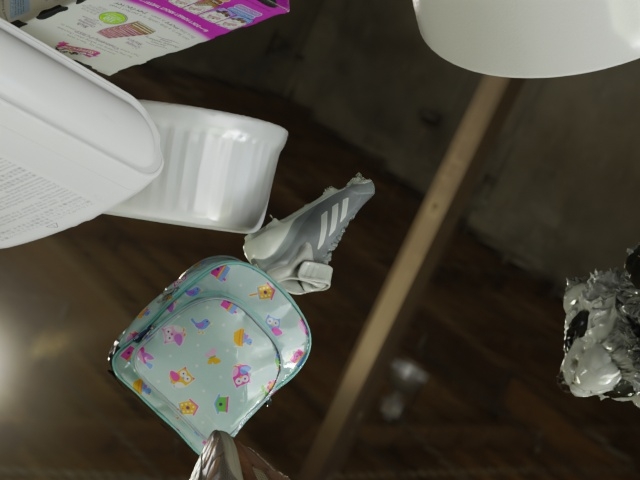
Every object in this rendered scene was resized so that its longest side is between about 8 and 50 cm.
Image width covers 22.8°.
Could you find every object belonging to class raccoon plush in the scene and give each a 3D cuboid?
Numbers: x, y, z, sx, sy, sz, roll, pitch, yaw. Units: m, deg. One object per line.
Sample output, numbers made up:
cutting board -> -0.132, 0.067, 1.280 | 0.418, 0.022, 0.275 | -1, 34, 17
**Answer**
raccoon plush -> 0.481, 0.080, 1.791 | 0.447, 0.216, 0.299 | -10, 178, -8

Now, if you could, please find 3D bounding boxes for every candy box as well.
candy box -> -0.169, -0.236, 1.502 | 0.233, 0.071, 0.159 | -15, 161, 32

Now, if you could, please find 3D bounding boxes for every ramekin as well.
ramekin -> -0.186, -0.090, 1.945 | 0.277, 0.135, 0.277 | 8, 178, 0

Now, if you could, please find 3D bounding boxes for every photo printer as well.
photo printer -> -0.314, -0.088, 1.488 | 0.307, 0.256, 0.107 | 28, -134, -57

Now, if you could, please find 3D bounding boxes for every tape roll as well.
tape roll -> 0.174, -0.255, 1.182 | 0.246, 0.169, 0.246 | -11, -144, 8

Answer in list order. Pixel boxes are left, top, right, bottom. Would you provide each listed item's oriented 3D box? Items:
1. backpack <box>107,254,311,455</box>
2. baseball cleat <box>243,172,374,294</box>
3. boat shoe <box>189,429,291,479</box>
backpack -> -0.106, 0.110, 1.638 | 0.166, 0.188, 0.144 | 45, 167, -7
baseball cleat -> 0.000, 0.000, 1.909 | 0.206, 0.072, 0.109 | -29, -93, -32
boat shoe -> -0.049, 0.265, 1.372 | 0.116, 0.123, 0.324 | 20, -167, -18
